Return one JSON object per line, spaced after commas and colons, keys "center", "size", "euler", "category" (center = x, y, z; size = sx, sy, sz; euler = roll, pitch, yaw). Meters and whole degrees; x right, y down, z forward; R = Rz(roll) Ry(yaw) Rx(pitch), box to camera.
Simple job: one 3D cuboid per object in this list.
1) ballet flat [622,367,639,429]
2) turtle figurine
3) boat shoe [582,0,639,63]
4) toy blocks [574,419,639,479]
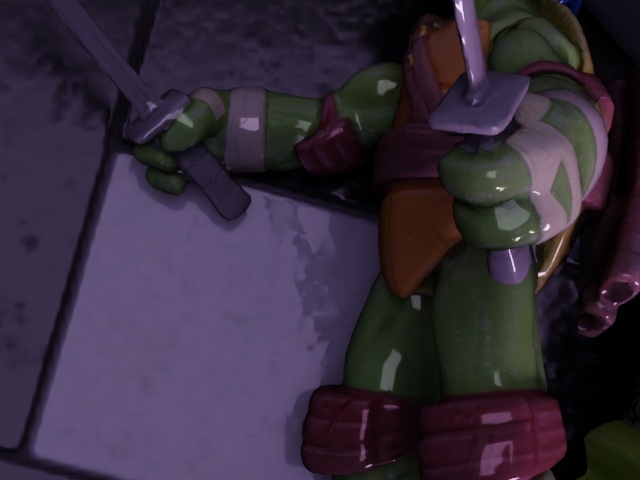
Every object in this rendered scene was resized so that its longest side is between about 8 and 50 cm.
{"center": [0.178, 0.205, 0.447], "size": [0.182, 0.164, 0.483], "euler": [-22, 89, 0], "category": "ballet flat"}
{"center": [0.000, 0.000, 0.433], "size": [0.198, 0.274, 0.266], "euler": [-2, 86, 28], "category": "turtle figurine"}
{"center": [0.187, -0.097, 0.506], "size": [0.105, 0.113, 0.306], "euler": [-43, 91, -16], "category": "boat shoe"}
{"center": [0.013, 0.268, 0.314], "size": [0.261, 0.191, 0.381], "euler": [-19, 114, -24], "category": "toy blocks"}
